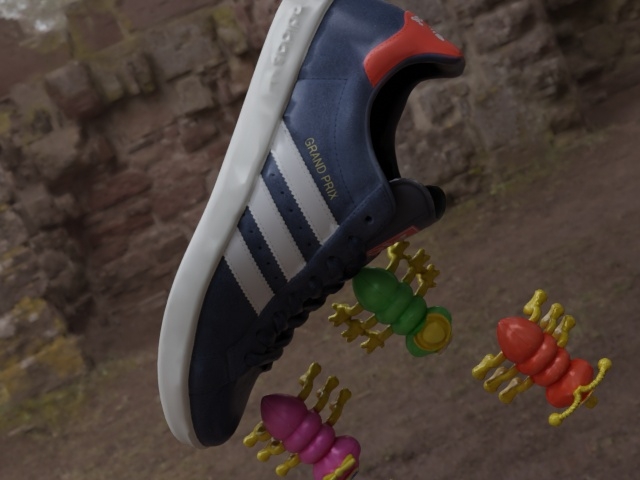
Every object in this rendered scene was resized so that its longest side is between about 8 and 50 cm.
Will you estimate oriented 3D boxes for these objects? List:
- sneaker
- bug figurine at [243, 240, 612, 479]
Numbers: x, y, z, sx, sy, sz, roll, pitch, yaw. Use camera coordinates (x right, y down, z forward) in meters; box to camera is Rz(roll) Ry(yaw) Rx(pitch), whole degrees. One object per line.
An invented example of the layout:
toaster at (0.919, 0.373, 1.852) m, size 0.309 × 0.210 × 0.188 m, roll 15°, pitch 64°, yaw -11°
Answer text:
sneaker at (0.000, 0.000, 0.687) m, size 0.148 × 0.350 × 0.131 m, roll 20°, pitch 8°, yaw 12°
bug figurine at (0.073, 0.136, 0.734) m, size 0.279 × 0.216 × 0.072 m, roll -53°, pitch 5°, yaw 0°
